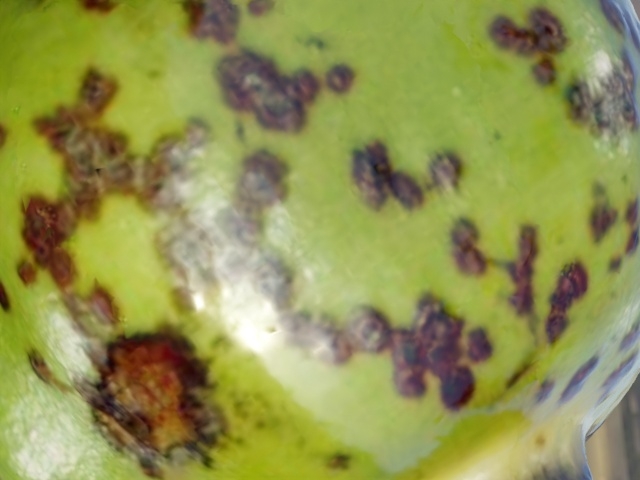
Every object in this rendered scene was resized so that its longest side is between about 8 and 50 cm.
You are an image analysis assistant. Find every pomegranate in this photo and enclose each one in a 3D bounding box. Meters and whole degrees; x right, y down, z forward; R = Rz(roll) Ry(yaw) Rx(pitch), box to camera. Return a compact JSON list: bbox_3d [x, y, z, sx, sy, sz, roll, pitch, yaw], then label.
[{"bbox_3d":[0.000,0.000,0.537,0.270,0.254,0.254,59,1,26],"label":"pomegranate"}]
